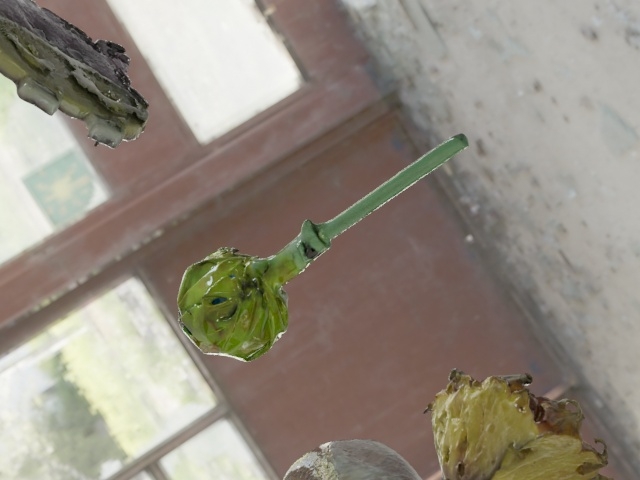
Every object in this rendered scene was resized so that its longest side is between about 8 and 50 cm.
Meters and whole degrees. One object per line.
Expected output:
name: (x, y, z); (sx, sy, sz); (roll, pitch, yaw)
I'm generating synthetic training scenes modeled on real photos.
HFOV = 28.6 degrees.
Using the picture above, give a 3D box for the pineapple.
pineapple: (0.113, 0.122, 0.657); (0.114, 0.077, 0.114); (31, 158, -18)

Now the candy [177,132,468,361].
candy: (0.000, 0.000, 0.645); (0.062, 0.194, 0.058); (52, -152, -3)

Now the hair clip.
hair clip: (-0.197, -0.126, 0.863); (0.187, 0.056, 0.146); (17, -150, -33)

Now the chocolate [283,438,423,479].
chocolate: (0.049, 0.292, 1.436); (0.261, 0.161, 0.083); (32, 139, 63)
